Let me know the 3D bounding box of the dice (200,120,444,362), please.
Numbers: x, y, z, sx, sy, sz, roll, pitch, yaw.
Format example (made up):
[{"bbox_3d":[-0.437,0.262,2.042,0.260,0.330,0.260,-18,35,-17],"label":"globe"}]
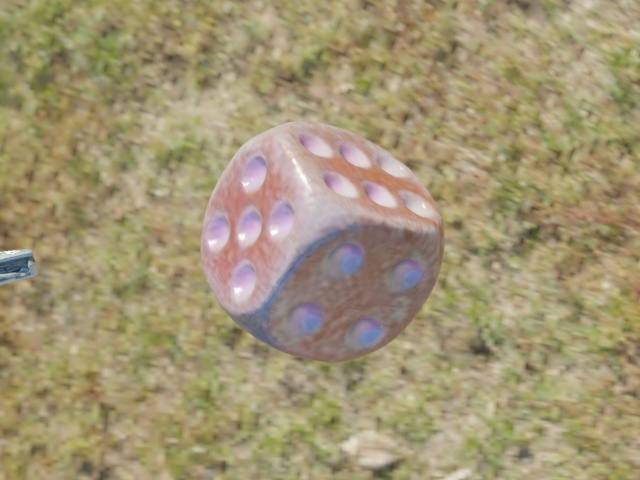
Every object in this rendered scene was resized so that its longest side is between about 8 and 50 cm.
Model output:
[{"bbox_3d":[0.000,0.000,0.947,0.091,0.093,0.094,-57,41,26],"label":"dice"}]

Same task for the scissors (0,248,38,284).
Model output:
[{"bbox_3d":[-0.178,0.021,0.782,0.119,0.014,0.058,-10,34,0],"label":"scissors"}]
